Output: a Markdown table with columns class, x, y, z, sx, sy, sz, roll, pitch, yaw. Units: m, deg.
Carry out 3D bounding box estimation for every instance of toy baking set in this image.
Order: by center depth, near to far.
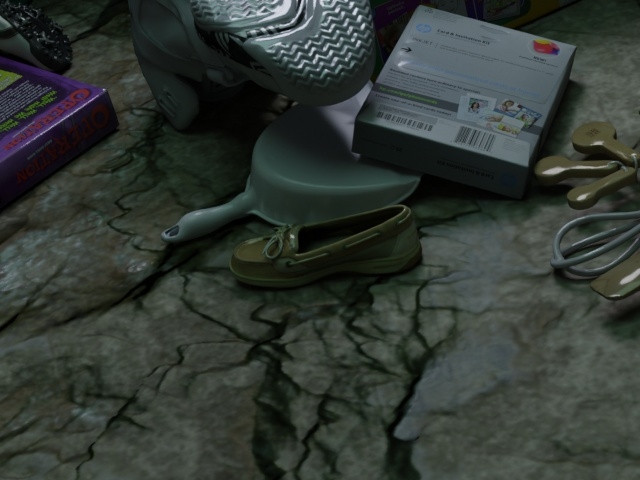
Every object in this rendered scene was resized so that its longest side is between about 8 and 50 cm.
| class | x | y | z | sx | sy | sz | roll | pitch | yaw |
| --- | --- | --- | --- | --- | --- | --- | --- | --- | --- |
| toy baking set | 0.264 | -0.034 | 1.239 | 0.197 | 0.030 | 0.256 | -14 | 33 | 10 |

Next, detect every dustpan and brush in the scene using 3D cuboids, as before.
| class | x | y | z | sx | sy | sz | roll | pitch | yaw |
| --- | --- | --- | --- | --- | --- | --- | --- | --- | --- |
| dustpan and brush | -0.034 | -0.048 | 1.368 | 0.211 | 0.060 | 0.147 | -16 | 45 | -11 |

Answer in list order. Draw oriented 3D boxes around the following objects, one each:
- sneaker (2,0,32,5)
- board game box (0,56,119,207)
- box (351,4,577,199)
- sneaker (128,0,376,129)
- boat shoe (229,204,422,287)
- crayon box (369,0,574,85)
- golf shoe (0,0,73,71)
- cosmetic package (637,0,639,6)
| class | x | y | z | sx | sy | sz | roll | pitch | yaw |
| --- | --- | --- | --- | --- | --- | --- | --- | --- | --- |
| sneaker | -0.420 | -0.278 | 1.839 | 0.224 | 0.083 | 0.098 | -13 | 29 | 7 |
| board game box | -0.380 | -0.057 | 1.530 | 0.347 | 0.056 | 0.208 | -38 | 35 | -29 |
| box | 0.122 | -0.119 | 1.370 | 0.145 | 0.038 | 0.186 | 16 | 43 | 10 |
| sneaker | -0.065 | -0.178 | 1.443 | 0.137 | 0.210 | 0.366 | -29 | 48 | -19 |
| boat shoe | 0.000 | 0.001 | 1.276 | 0.153 | 0.048 | 0.056 | -4 | 35 | 18 |
| crayon box | 0.120 | -0.265 | 1.509 | 0.278 | 0.165 | 0.081 | -25 | 34 | -13 |
| golf shoe | -0.340 | -0.214 | 1.730 | 0.198 | 0.094 | 0.077 | 38 | 16 | 29 |
| cosmetic package | 0.411 | -0.329 | 1.545 | 0.285 | 0.097 | 0.377 | -15 | 33 | 6 |
